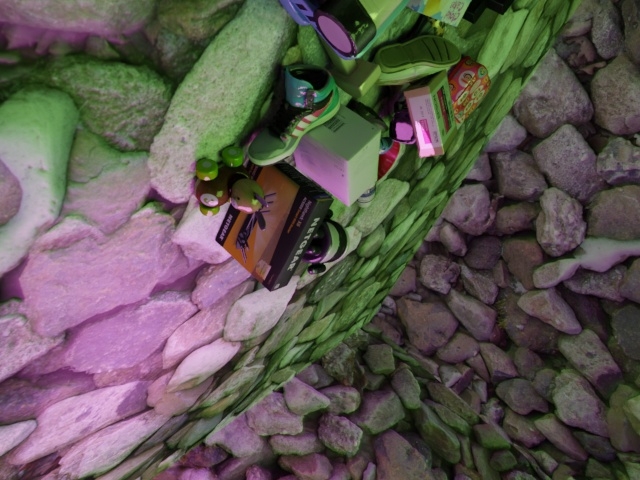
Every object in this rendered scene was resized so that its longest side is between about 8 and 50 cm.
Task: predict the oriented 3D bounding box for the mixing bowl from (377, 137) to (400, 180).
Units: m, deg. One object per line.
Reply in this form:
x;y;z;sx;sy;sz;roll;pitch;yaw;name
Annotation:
0.197;-0.310;1.660;0.181;0.098;0.181;-42;157;-22;mixing bowl

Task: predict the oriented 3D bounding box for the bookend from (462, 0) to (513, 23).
0.542;-0.782;1.478;0.157;0.156;0.072;-53;159;11;bookend

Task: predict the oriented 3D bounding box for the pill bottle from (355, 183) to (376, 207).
0.173;-0.203;1.797;0.094;0.094;0.169;-44;158;-16;pill bottle

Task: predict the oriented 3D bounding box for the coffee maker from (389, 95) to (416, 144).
0.322;-0.413;1.592;0.178;0.120;0.171;-57;131;-42;coffee maker

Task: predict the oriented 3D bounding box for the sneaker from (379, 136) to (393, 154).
0.192;-0.322;1.524;0.144;0.053;0.059;-24;167;-22;sneaker

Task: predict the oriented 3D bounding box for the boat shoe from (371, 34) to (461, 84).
0.284;-0.547;1.384;0.303;0.113;0.103;-13;168;-20;boat shoe

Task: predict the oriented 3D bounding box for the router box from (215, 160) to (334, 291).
-0.136;-0.053;1.235;0.081;0.243;0.308;-16;140;-56;router box

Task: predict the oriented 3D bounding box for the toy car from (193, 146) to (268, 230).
-0.199;-0.105;1.097;0.149;0.188;0.155;-36;155;-32;toy car

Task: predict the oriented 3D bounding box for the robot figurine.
-0.002;0.002;1.692;0.209;0.173;0.278;-45;161;18;robot figurine

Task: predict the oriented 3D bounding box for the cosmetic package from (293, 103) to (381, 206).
0.039;-0.253;1.271;0.138;0.224;0.224;-44;158;-15;cosmetic package

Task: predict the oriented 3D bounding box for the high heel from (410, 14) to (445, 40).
0.395;-0.659;1.469;0.261;0.093;0.186;-6;139;-49;high heel

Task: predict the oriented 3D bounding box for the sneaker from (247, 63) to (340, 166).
-0.070;-0.319;1.087;0.295;0.124;0.178;-44;158;-15;sneaker

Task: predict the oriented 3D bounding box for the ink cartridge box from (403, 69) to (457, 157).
0.368;-0.420;1.480;0.193;0.088;0.234;-53;131;-44;ink cartridge box

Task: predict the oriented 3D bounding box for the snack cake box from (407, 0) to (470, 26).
0.271;-0.648;1.173;0.264;0.152;0.089;-21;145;-50;snack cake box

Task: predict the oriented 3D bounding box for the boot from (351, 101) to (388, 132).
0.121;-0.361;1.488;0.161;0.083;0.247;-44;163;21;boot

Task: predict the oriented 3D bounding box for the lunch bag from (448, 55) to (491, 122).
0.595;-0.611;1.913;0.258;0.120;0.293;-55;159;14;lunch bag

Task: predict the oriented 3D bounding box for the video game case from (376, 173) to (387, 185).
0.239;-0.278;1.903;0.157;0.019;0.143;-38;156;-28;video game case

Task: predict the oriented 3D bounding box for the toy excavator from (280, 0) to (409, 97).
0.040;-0.485;0.938;0.433;0.445;0.222;40;91;-28;toy excavator
